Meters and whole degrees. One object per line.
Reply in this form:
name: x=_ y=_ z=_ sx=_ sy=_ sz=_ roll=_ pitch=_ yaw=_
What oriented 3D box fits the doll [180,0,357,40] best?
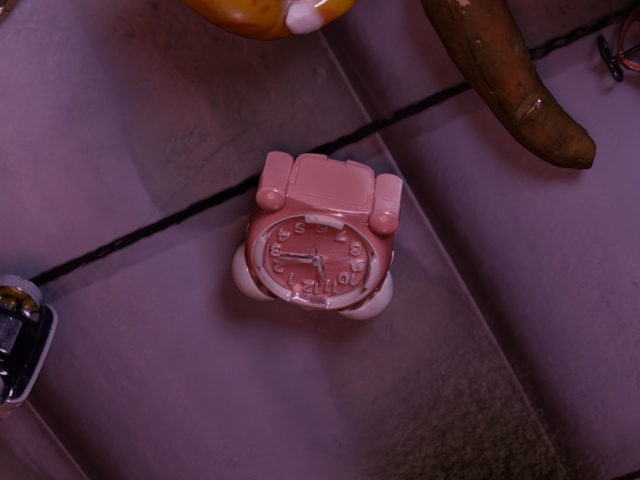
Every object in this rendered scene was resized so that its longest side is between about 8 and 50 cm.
doll: x=-0.014 y=-0.279 z=1.156 sx=0.269 sy=0.162 sz=0.166 roll=-45 pitch=137 yaw=19

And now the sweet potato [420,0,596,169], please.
sweet potato: x=0.169 y=-0.160 z=1.254 sx=0.075 sy=0.075 sz=0.273 roll=-28 pitch=115 yaw=19

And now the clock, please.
clock: x=0.000 y=0.000 z=1.351 sx=0.166 sy=0.093 sz=0.162 roll=11 pitch=128 yaw=-1

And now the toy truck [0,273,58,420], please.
toy truck: x=-0.463 y=0.072 z=1.380 sx=0.367 sy=0.146 sz=0.175 roll=25 pitch=140 yaw=-11

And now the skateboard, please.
skateboard: x=0.317 y=-0.151 z=1.256 sx=0.080 sy=0.067 sz=0.151 roll=-24 pitch=109 yaw=28

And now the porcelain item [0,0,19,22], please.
porcelain item: x=-0.339 y=-0.211 z=1.281 sx=0.084 sy=0.054 sz=0.213 roll=34 pitch=117 yaw=-11
